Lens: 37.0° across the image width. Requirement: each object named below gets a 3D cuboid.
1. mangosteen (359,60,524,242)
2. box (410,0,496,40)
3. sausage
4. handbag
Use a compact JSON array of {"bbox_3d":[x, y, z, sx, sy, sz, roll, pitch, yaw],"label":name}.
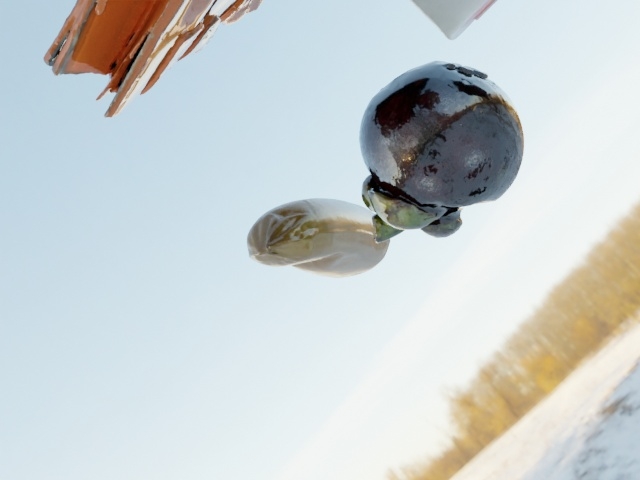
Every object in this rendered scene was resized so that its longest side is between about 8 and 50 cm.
[{"bbox_3d":[0.126,-0.087,1.083,0.194,0.194,0.230,-10,-55,-60],"label":"mangosteen"},{"bbox_3d":[0.030,-0.145,0.361,0.043,0.125,0.089,-43,9,36],"label":"box"},{"bbox_3d":[0.000,-0.005,1.366,0.354,0.134,0.115,9,-97,-71],"label":"sausage"},{"bbox_3d":[-0.114,-0.329,1.073,0.303,0.116,0.410,-49,4,38],"label":"handbag"}]
